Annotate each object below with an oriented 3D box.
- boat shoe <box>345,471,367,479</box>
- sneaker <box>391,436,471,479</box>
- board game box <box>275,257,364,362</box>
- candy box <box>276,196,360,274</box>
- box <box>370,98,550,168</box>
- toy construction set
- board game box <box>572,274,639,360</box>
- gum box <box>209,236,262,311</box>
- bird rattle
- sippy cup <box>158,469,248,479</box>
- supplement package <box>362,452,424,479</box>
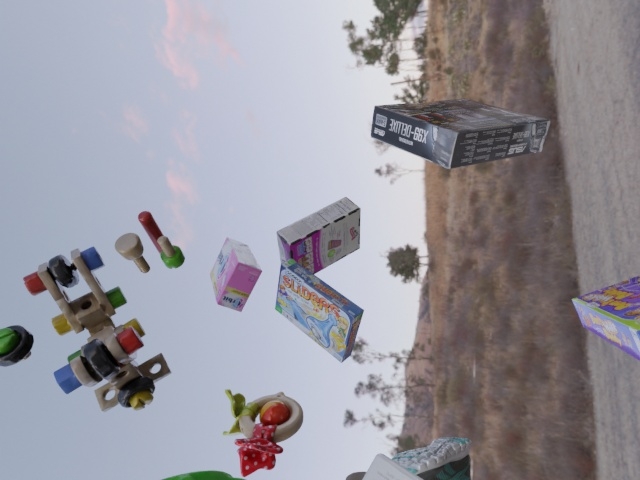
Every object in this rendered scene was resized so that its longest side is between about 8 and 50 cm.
[{"bbox_3d":[0.103,0.487,0.666,0.307,0.110,0.104,59,-152,-19],"label":"boat shoe"},{"bbox_3d":[0.151,0.309,0.584,0.166,0.065,0.076,6,-110,-40],"label":"sneaker"},{"bbox_3d":[-0.009,0.144,0.939,0.035,0.201,0.136,-28,-40,-42],"label":"board game box"},{"bbox_3d":[0.000,0.000,1.231,0.233,0.071,0.159,-27,-41,-23],"label":"candy box"},{"bbox_3d":[0.306,-0.247,0.995,0.307,0.242,0.077,-15,-56,-31],"label":"box"},{"bbox_3d":[-0.336,0.137,0.763,0.309,0.257,0.237,-56,-26,-30],"label":"toy construction set"},{"bbox_3d":[0.706,0.142,0.926,0.078,0.233,0.347,67,-168,3],"label":"board game box"},{"bbox_3d":[-0.206,0.074,1.063,0.062,0.188,0.107,24,-81,-25],"label":"gum box"},{"bbox_3d":[-0.141,0.454,1.132,0.206,0.253,0.143,-15,-79,-29],"label":"bird rattle"},{"bbox_3d":[-0.223,0.521,0.693,0.240,0.305,0.224,34,-157,-46],"label":"sippy cup"},{"bbox_3d":[0.047,0.263,0.298,0.179,0.105,0.105,-52,-40,-24],"label":"supplement package"}]
